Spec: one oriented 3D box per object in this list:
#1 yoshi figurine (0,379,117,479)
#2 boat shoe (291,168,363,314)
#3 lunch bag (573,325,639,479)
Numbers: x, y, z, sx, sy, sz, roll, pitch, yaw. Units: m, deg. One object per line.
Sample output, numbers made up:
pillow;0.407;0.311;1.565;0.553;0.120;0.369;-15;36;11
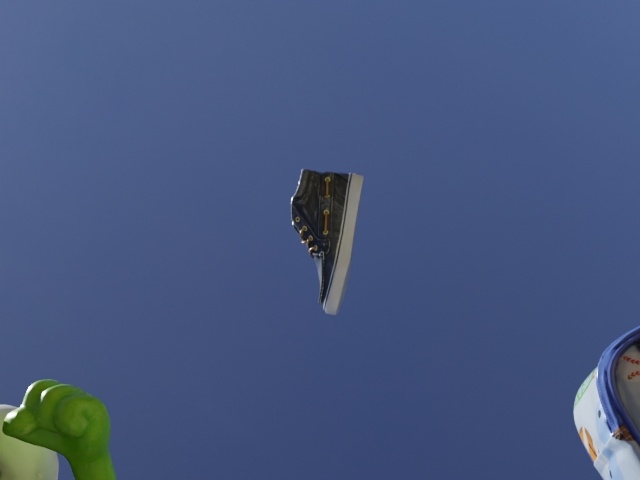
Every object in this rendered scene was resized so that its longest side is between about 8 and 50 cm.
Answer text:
yoshi figurine;-0.170;0.191;0.530;0.362;0.203;0.203;30;-142;9
boat shoe;0.000;0.000;1.101;0.083;0.065;0.183;8;-108;5
lunch bag;0.325;0.154;0.571;0.243;0.115;0.303;-21;-118;-9
